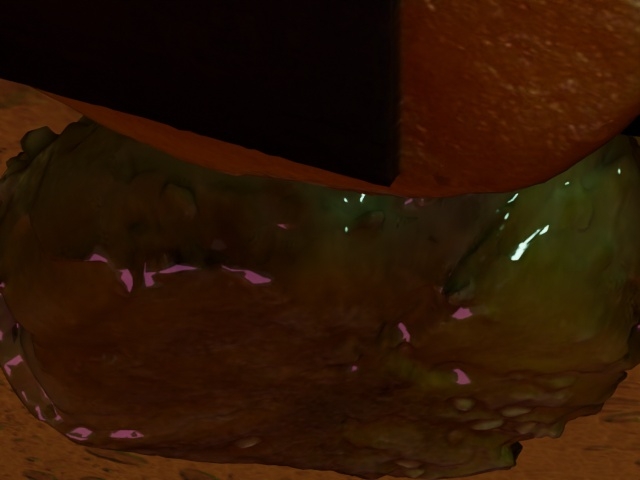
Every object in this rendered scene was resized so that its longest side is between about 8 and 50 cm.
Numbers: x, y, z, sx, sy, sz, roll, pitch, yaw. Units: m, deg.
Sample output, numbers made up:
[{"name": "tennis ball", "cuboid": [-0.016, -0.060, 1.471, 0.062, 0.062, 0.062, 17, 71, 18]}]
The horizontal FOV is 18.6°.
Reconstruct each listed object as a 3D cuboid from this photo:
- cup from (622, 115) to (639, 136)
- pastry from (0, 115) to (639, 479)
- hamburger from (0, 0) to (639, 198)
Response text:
[{"name": "cup", "cuboid": [0.205, -0.094, 0.577, 0.239, 0.177, 0.166, 11, 134, -14]}, {"name": "pastry", "cuboid": [0.000, 0.000, 0.886, 0.311, 0.162, 0.255, 13, 143, -26]}, {"name": "hamburger", "cuboid": [0.000, -0.159, 0.526, 0.291, 0.225, 0.291, 15, 151, 8]}]
